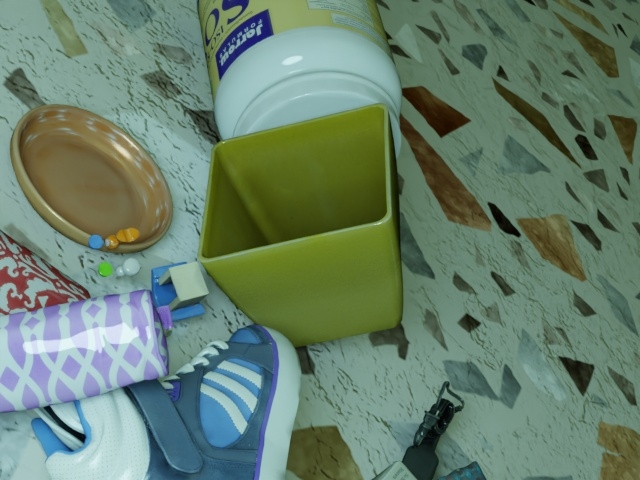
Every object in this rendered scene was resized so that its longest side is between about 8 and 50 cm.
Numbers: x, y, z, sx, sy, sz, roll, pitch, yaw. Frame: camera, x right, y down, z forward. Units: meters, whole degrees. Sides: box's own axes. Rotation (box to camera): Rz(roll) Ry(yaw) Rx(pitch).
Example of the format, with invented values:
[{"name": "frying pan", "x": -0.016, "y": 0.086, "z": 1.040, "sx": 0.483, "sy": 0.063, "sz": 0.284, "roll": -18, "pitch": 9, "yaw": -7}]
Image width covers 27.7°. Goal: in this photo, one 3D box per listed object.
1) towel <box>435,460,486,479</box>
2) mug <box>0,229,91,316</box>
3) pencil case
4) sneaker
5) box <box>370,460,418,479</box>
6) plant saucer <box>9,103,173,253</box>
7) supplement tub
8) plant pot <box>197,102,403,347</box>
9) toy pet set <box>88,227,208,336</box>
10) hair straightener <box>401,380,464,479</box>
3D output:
[{"name": "towel", "x": 0.122, "y": 0.419, "z": 1.188, "sx": 0.271, "sy": 0.040, "sz": 0.370, "roll": -17, "pitch": 77, "yaw": -34}, {"name": "mug", "x": -0.303, "y": 0.031, "z": 1.188, "sx": 0.169, "sy": 0.113, "sz": 0.150, "roll": 35, "pitch": 27, "yaw": -32}, {"name": "pencil case", "x": -0.230, "y": 0.097, "z": 1.110, "sx": 0.088, "sy": 0.206, "sz": 0.086, "roll": -130, "pitch": -149, "yaw": -86}, {"name": "sneaker", "x": -0.151, "y": 0.149, "z": 1.222, "sx": 0.236, "sy": 0.130, "sz": 0.323, "roll": 28, "pitch": 30, "yaw": -16}, {"name": "box", "x": 0.122, "y": 0.370, "z": 1.320, "sx": 0.275, "sy": 0.094, "sz": 0.113, "roll": 48, "pitch": 33, "yaw": 3}, {"name": "plant saucer", "x": -0.254, "y": -0.063, "z": 1.422, "sx": 0.200, "sy": 0.037, "sz": 0.200, "roll": 30, "pitch": 35, "yaw": -24}, {"name": "supplement tub", "x": -0.028, "y": -0.229, "z": 1.674, "sx": 0.241, "sy": 0.241, "sz": 0.331, "roll": 21, "pitch": 39, "yaw": -33}, {"name": "plant pot", "x": 0.000, "y": 0.000, "z": 1.469, "sx": 0.212, "sy": 0.212, "sz": 0.187, "roll": -88, "pitch": 161, "yaw": -50}, {"name": "toy pet set", "x": -0.183, "y": 0.051, "z": 1.362, "sx": 0.114, "sy": 0.065, "sz": 0.122, "roll": -13, "pitch": 76, "yaw": -32}, {"name": "hair straightener", "x": 0.131, "y": 0.230, "z": 1.488, "sx": 0.047, "sy": 0.089, "sz": 0.230, "roll": 26, "pitch": 31, "yaw": 12}]
